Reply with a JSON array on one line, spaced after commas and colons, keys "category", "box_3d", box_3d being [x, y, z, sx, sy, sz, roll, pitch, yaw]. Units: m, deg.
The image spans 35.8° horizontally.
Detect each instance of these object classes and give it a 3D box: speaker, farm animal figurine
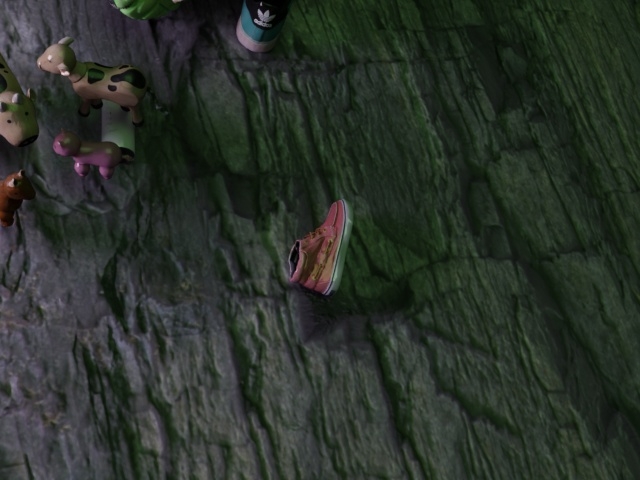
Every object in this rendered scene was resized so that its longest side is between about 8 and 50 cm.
[{"category": "speaker", "box_3d": [-0.332, -0.195, 1.622, 0.055, 0.055, 0.136, 4, 62, -20]}, {"category": "farm animal figurine", "box_3d": [-0.448, -0.207, 1.477, 0.327, 0.172, 0.330, 37, 63, 9]}]

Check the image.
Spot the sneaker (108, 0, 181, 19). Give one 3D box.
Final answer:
[{"category": "sneaker", "box_3d": [-0.312, -0.591, 1.802, 0.202, 0.185, 0.482, 5, 59, 9]}]

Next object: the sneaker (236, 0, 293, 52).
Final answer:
[{"category": "sneaker", "box_3d": [-0.083, -0.497, 1.842, 0.108, 0.121, 0.302, 14, 59, -14]}]

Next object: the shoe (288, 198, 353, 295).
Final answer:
[{"category": "shoe", "box_3d": [0.000, 0.000, 1.640, 0.081, 0.063, 0.177, 19, 62, -17]}]

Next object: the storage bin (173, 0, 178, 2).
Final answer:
[{"category": "storage bin", "box_3d": [-0.195, -0.565, 1.645, 0.260, 0.123, 0.262, -58, 133, -49]}]
